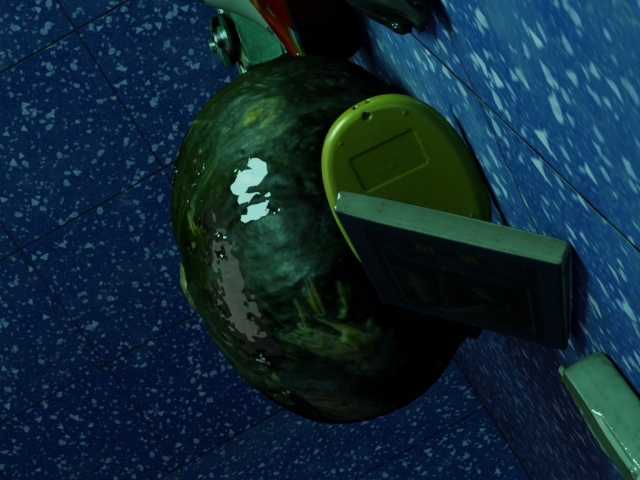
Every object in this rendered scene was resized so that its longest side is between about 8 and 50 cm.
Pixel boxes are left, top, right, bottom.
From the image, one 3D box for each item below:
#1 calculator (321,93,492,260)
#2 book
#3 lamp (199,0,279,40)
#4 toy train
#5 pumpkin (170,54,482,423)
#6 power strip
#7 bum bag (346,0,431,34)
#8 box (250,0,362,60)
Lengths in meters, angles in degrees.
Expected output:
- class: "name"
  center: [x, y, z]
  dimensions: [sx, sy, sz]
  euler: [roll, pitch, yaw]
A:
- class: "calculator"
  center: [0.087, -0.037, 1.163]
  dimensions: [0.235, 0.146, 0.032]
  euler: [60, -171, -29]
- class: "book"
  center: [0.126, 0.033, 1.059]
  dimensions: [0.269, 0.190, 0.025]
  euler: [59, -134, -68]
- class: "lamp"
  center: [-0.102, -0.381, 1.691]
  dimensions: [0.314, 0.182, 0.182]
  euler: [46, 177, 13]
- class: "toy train"
  center: [-0.126, -0.419, 1.930]
  dimensions: [0.237, 0.150, 0.369]
  euler: [-10, -99, -82]
- class: "pumpkin"
  center: [0.000, 0.000, 1.420]
  dimensions: [0.454, 0.344, 0.454]
  euler: [63, 176, 9]
- class: "power strip"
  center: [0.270, 0.190, 0.958]
  dimensions: [0.080, 0.048, 0.286]
  euler: [63, 179, -39]
- class: "bum bag"
  center: [0.050, -0.207, 0.980]
  dimensions: [0.087, 0.049, 0.198]
  euler: [36, -177, -7]
- class: "box"
  center: [-0.050, -0.326, 1.420]
  dimensions: [0.197, 0.089, 0.313]
  euler: [52, 179, 12]
